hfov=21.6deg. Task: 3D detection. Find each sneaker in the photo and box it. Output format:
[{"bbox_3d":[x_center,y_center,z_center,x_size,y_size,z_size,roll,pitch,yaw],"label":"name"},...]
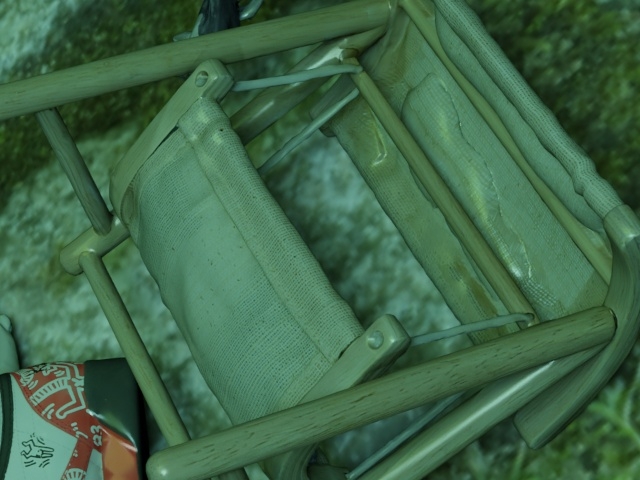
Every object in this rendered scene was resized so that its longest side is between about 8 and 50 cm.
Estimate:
[{"bbox_3d":[-0.162,0.192,0.896,0.145,0.090,0.270,-5,60,-2],"label":"sneaker"}]

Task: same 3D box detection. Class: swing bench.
[{"bbox_3d":[0.000,0.000,0.852,0.255,0.165,0.253,-27,56,-6],"label":"swing bench"}]

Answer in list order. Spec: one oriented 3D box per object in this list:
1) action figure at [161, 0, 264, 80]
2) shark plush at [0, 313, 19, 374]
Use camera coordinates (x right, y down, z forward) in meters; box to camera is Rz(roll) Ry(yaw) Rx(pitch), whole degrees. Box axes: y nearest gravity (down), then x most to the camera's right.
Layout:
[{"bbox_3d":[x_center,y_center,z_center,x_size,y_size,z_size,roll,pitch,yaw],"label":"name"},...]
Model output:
[{"bbox_3d":[-0.079,-0.192,0.997,0.276,0.141,0.164,9,39,-5],"label":"action figure"},{"bbox_3d":[-0.226,0.076,1.037,0.161,0.073,0.067,56,134,29],"label":"shark plush"}]
